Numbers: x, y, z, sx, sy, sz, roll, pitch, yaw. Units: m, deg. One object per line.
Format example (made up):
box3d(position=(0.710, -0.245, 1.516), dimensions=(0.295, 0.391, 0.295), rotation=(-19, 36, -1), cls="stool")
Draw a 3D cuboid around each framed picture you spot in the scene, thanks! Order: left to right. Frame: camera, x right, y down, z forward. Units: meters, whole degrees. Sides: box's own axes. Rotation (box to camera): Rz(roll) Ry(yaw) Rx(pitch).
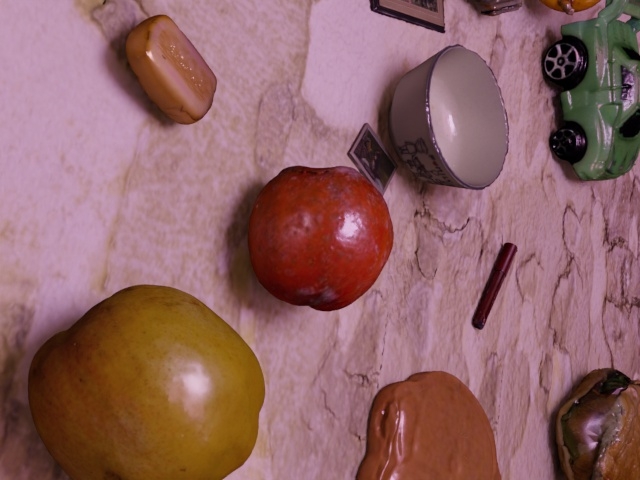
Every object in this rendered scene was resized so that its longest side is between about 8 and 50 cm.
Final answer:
box3d(position=(0.076, -0.114, 1.062), dimensions=(0.089, 0.007, 0.066), rotation=(50, 52, -30), cls="framed picture")
box3d(position=(0.135, -0.434, 1.163), dimensions=(0.199, 0.010, 0.195), rotation=(-2, 86, -46), cls="framed picture")

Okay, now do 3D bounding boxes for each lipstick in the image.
box3d(position=(0.291, 0.075, 1.252), dimensions=(0.027, 0.027, 0.176), rotation=(52, 53, -29), cls="lipstick")

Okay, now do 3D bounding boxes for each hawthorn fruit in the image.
box3d(position=(0.000, 0.000, 0.856), dimensions=(0.173, 0.173, 0.172), rotation=(8, 79, -46), cls="hawthorn fruit")

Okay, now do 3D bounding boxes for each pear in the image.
box3d(position=(-0.151, 0.137, 0.664), dimensions=(0.200, 0.200, 0.199), rotation=(8, 79, -46), cls="pear")

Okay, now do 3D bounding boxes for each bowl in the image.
box3d(position=(0.176, -0.170, 1.098), dimensions=(0.211, 0.112, 0.211), rotation=(9, 77, -46), cls="bowl")

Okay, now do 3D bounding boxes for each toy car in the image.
box3d(position=(0.569, -0.302, 1.480), dimensions=(0.214, 0.176, 0.358), rotation=(-3, 87, -45), cls="toy car")

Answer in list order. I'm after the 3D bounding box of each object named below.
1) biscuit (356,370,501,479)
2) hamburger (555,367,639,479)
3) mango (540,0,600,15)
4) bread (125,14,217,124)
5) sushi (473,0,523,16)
box3d(position=(0.163, 0.366, 1.057), dimensions=(0.312, 0.057, 0.351), rotation=(36, 60, -36), cls="biscuit")
box3d(position=(0.540, 0.382, 1.396), dimensions=(0.285, 0.134, 0.265), rotation=(-24, 109, -40), cls="hamburger")
box3d(position=(0.474, -0.546, 1.416), dimensions=(0.119, 0.177, 0.316), rotation=(64, 26, -57), cls="mango")
box3d(position=(-0.162, -0.176, 0.785), dimensions=(0.115, 0.056, 0.082), rotation=(48, 42, -42), cls="bread")
box3d(position=(0.329, -0.509, 1.315), dimensions=(0.109, 0.134, 0.272), rotation=(54, 34, -44), cls="sushi")
